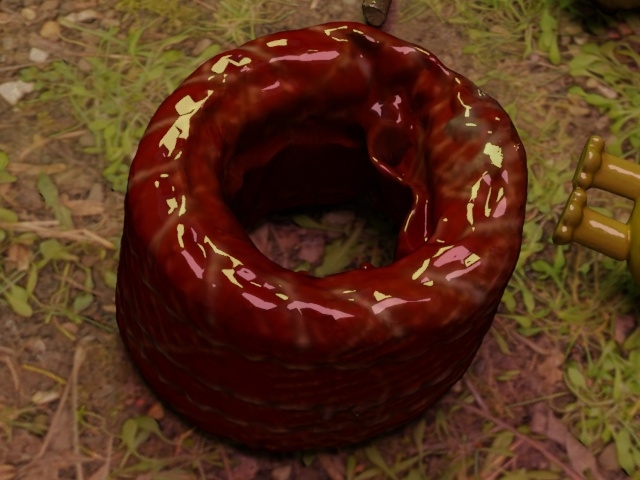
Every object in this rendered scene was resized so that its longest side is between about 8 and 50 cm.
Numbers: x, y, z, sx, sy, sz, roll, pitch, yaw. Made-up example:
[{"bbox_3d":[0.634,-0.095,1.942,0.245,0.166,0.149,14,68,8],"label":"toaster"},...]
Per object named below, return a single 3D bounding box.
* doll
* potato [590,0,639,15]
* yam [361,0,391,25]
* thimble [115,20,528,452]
[{"bbox_3d":[0.390,0.026,1.575,0.363,0.145,0.199,22,86,0],"label":"doll"},{"bbox_3d":[0.340,-0.374,1.803,0.285,0.242,0.242,-27,61,-7],"label":"potato"},{"bbox_3d":[0.067,-0.283,1.810,0.032,0.032,0.145,12,54,2],"label":"yam"},{"bbox_3d":[0.000,0.000,1.482,0.350,0.230,0.350,3,56,-4],"label":"thimble"}]
